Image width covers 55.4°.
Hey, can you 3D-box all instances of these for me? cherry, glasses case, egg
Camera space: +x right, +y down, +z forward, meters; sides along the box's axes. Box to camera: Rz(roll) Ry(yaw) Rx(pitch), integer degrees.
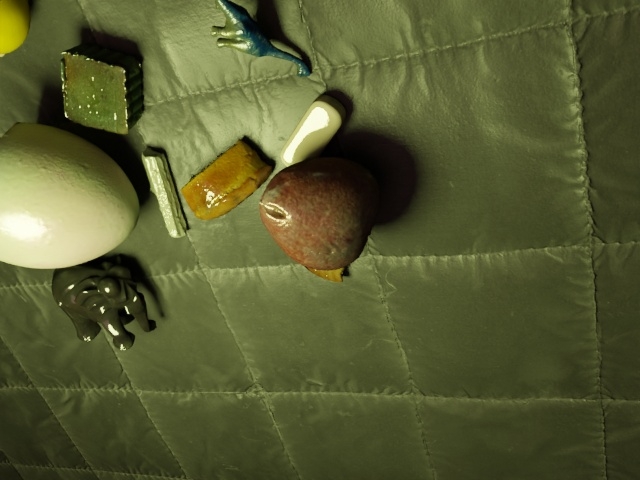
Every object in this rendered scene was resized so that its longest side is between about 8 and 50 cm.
[{"bbox_3d":[-0.001,-0.063,1.363,0.308,0.221,0.261,10,115,-27],"label":"cherry"},{"bbox_3d":[-0.018,-0.237,1.377,0.083,0.050,0.196,37,128,-5],"label":"glasses case"},{"bbox_3d":[-0.634,-0.090,1.535,0.340,0.354,0.354,16,130,-14],"label":"egg"}]

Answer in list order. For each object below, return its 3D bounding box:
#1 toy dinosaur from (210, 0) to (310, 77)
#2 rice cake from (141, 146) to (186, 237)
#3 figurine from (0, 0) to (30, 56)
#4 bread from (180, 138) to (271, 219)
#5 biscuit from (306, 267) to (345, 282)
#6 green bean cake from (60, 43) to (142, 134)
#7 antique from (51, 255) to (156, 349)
[{"bbox_3d":[-0.126,-0.432,1.239,0.188,0.075,0.247,9,149,13],"label":"toy dinosaur"},{"bbox_3d":[-0.411,-0.121,1.603,0.057,0.052,0.256,24,135,41],"label":"rice cake"},{"bbox_3d":[-0.801,-0.488,1.419,0.215,0.187,0.344,51,132,-3],"label":"figurine"},{"bbox_3d":[-0.250,-0.126,1.487,0.260,0.134,0.129,-31,108,34],"label":"bread"},{"bbox_3d":[0.000,0.000,1.548,0.176,0.031,0.228,13,125,11],"label":"biscuit"},{"bbox_3d":[-0.515,-0.360,1.445,0.173,0.094,0.181,15,126,9],"label":"green bean cake"},{"bbox_3d":[-0.661,0.173,1.816,0.322,0.185,0.255,10,128,18],"label":"antique"}]
